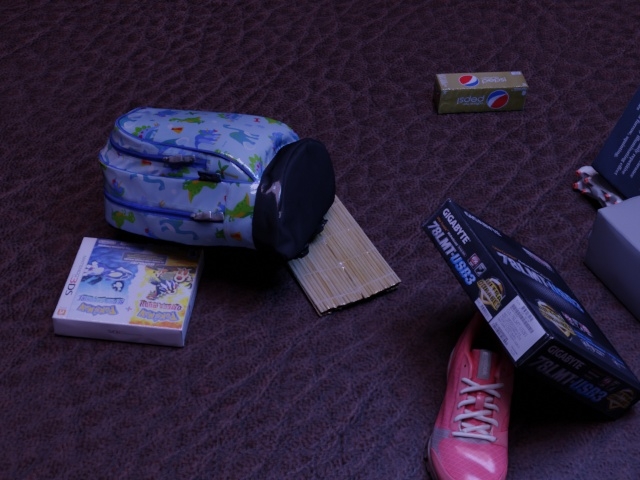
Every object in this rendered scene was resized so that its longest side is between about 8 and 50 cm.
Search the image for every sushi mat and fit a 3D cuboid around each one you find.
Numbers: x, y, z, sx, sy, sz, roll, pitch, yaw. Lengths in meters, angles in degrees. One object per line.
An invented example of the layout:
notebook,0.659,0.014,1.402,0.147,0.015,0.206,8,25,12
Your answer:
sushi mat,0.000,0.000,1.716,0.151,0.019,0.317,-17,46,-19

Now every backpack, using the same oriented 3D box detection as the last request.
backpack,-0.189,-0.099,1.654,0.355,0.274,0.290,-6,22,22

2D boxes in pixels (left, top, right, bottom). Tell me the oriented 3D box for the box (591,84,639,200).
box,0.700,-0.123,1.650,0.211,0.294,0.395,1,39,-34

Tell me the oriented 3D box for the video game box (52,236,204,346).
video game box,-0.302,0.079,1.596,0.205,0.048,0.187,5,45,2

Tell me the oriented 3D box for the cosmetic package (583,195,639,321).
cosmetic package,0.542,0.051,1.615,0.107,0.127,0.238,-15,48,-18

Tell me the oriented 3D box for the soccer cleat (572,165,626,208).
soccer cleat,0.531,-0.075,1.794,0.076,0.068,0.196,-11,42,-18

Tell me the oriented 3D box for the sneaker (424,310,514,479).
sneaker,0.214,0.222,1.405,0.115,0.136,0.314,7,43,6

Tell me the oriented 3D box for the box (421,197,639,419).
box,0.313,0.100,1.465,0.295,0.073,0.293,29,25,-41

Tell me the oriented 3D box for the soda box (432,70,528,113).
soda box,0.322,-0.300,2.023,0.181,0.061,0.058,-3,44,-6
